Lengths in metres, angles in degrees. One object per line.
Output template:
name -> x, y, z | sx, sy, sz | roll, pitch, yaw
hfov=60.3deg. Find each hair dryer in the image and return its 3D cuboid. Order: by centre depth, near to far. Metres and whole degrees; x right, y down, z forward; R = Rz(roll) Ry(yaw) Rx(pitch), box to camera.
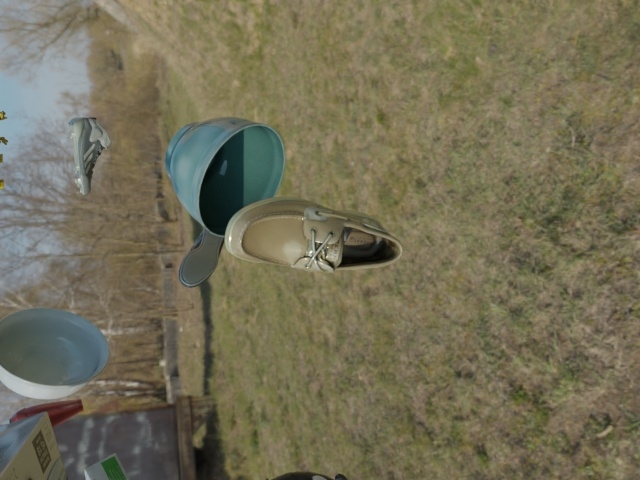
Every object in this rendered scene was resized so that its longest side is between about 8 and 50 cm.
hair dryer -> -0.796, 0.571, 1.579 | 0.293, 0.223, 0.080 | -53, 30, -12

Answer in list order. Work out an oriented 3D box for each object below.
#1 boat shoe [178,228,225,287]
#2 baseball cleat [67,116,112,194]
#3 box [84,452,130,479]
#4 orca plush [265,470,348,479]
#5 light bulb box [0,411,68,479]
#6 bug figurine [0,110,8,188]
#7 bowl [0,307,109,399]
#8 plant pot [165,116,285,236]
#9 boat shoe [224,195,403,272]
boat shoe -> -0.410, 0.057, 1.934 | 0.335, 0.112, 0.095 | -74, 12, -47
baseball cleat -> -0.615, -0.229, 1.486 | 0.072, 0.109, 0.205 | 15, 111, 59
box -> -0.555, 0.638, 1.443 | 0.101, 0.087, 0.102 | 46, 140, 29
orca plush -> -0.043, 0.536, 1.156 | 0.102, 0.287, 0.151 | 23, 97, 58
light bulb box -> -0.574, 0.553, 0.957 | 0.358, 0.225, 0.361 | -174, 69, -75
bug figurine -> -0.754, -0.222, 1.149 | 0.216, 0.072, 0.279 | 55, -159, -65
bowl -> -0.739, 0.326, 1.486 | 0.134, 0.298, 0.298 | -61, 31, 24
plant pot -> -0.257, -0.182, 1.366 | 0.196, 0.293, 0.293 | 30, 128, 26
boat shoe -> 0.000, 0.000, 0.867 | 0.098, 0.302, 0.109 | 34, 114, 51
